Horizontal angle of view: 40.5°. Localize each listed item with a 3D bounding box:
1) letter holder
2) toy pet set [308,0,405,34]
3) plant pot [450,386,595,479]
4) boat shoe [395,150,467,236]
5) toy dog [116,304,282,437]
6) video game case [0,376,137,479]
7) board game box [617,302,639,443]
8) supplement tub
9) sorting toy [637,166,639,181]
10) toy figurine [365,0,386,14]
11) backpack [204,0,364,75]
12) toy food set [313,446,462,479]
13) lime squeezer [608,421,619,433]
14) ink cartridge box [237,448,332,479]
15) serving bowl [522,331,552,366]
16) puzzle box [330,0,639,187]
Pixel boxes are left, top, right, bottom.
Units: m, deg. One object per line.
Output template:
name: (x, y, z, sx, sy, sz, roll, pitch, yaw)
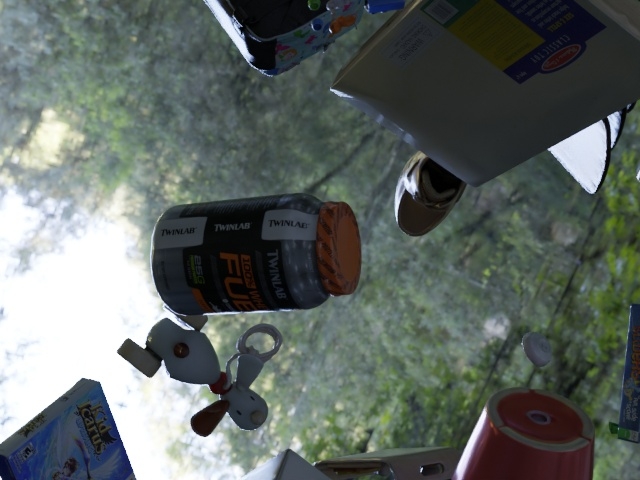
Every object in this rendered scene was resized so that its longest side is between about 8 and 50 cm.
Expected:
letter holder: (0.430, -0.228, 1.354, 0.214, 0.152, 0.302, 55, -179, 22)
toy pet set: (0.039, -0.283, 1.013, 0.114, 0.122, 0.065, -6, -129, 4)
plant pot: (0.378, 0.421, 1.594, 0.275, 0.243, 0.275, 5, -157, -2)
boat shoe: (0.213, -0.114, 1.640, 0.122, 0.341, 0.110, 23, -133, 3)
toy dog: (-0.197, 0.238, 1.572, 0.334, 0.220, 0.161, 23, 180, -31)
video game case: (-0.493, 0.450, 1.709, 0.061, 0.269, 0.244, 3, -151, 33)
board game box: (0.501, 0.196, 1.306, 0.035, 0.201, 0.136, 7, -178, 44)
supplement tub: (-0.103, 0.023, 1.438, 0.316, 0.193, 0.193, -5, -174, 21)
sorting toy: (0.810, -0.156, 1.905, 0.038, 0.193, 0.208, -30, -123, -27)
toy figurine: (0.157, -0.516, 1.575, 0.210, 0.213, 0.148, -1, -149, -1)
backpack: (-0.048, -0.408, 1.408, 0.225, 0.253, 0.191, 54, 169, 14)
toy food set: (0.151, 0.528, 1.968, 0.220, 0.092, 0.306, 2, 166, -39)
lime squeezer: (0.636, 0.323, 1.436, 0.310, 0.110, 0.059, -10, -177, 5)
ink cartridge box: (-0.065, 0.438, 1.221, 0.201, 0.278, 0.117, 40, -142, -13)
serving bowl: (0.499, 0.244, 1.977, 0.083, 0.027, 0.083, 20, -127, -29)
puzzle box: (0.216, -0.217, 1.103, 0.272, 0.052, 0.409, 33, 153, -14)
